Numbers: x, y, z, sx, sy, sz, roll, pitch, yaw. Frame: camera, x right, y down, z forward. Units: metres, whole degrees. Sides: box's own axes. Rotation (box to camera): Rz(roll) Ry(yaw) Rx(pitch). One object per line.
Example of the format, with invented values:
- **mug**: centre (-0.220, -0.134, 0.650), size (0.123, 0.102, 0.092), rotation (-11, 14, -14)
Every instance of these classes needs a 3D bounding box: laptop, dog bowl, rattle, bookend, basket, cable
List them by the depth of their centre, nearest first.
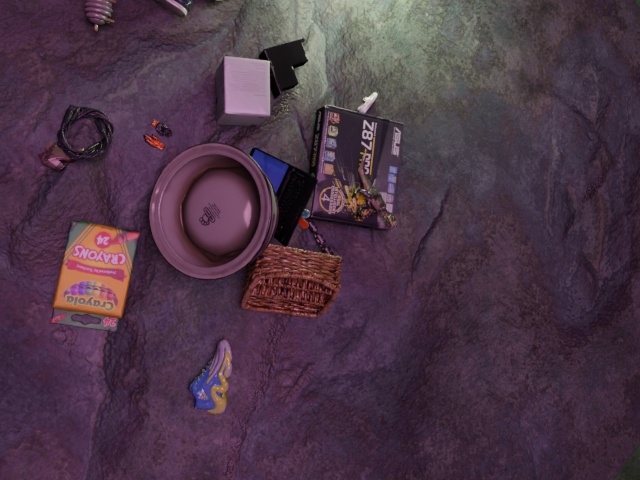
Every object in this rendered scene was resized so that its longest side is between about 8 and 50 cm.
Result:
- **cable**: centre (-0.715, -0.319, 1.775), size (0.150, 0.047, 0.185), rotation (21, 63, -30)
- **dog bowl**: centre (-0.309, -0.085, 1.783), size (0.407, 0.150, 0.409), rotation (-1, 88, 18)
- **laptop**: centre (-0.161, -0.144, 1.859), size (0.136, 0.264, 0.235), rotation (21, 99, -32)
- **basket**: centre (-0.089, 0.140, 1.911), size (0.298, 0.213, 0.223), rotation (11, 83, -19)
- **rattle**: centre (-0.121, -0.135, 1.938), size (0.142, 0.130, 0.200), rotation (8, 64, -32)
- **bookend**: centre (-0.108, -0.592, 2.008), size (0.157, 0.072, 0.156), rotation (-24, 97, -20)

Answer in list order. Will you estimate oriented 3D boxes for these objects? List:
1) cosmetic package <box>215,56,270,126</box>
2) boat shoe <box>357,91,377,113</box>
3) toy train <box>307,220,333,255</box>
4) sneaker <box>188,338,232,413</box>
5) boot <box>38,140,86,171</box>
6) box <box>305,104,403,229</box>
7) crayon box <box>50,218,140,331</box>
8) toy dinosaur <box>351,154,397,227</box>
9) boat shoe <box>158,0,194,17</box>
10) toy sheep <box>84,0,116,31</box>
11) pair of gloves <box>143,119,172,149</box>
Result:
- **cosmetic package**: centre (-0.255, -0.481, 1.907), size (0.151, 0.151, 0.184), rotation (0, 87, -20)
- **boat shoe**: centre (0.169, -0.507, 2.130), size (0.035, 0.035, 0.100), rotation (39, 82, -18)
- **toy train**: centre (0.000, 0.000, 2.045), size (0.027, 0.036, 0.158), rotation (-34, 98, -17)
- **sneaker**: centre (-0.354, 0.436, 1.867), size (0.126, 0.091, 0.240), rotation (5, 87, -20)
- **boot**: centre (-0.784, -0.266, 1.763), size (0.087, 0.042, 0.118), rotation (43, 63, -3)
- **box**: centre (0.119, -0.249, 2.067), size (0.318, 0.097, 0.396), rotation (9, 86, -23)
- **crayon box**: centre (-0.679, 0.111, 1.763), size (0.202, 0.081, 0.319), rotation (11, 84, -20)
- **toy dinosaur**: centre (0.165, -0.147, 2.005), size (0.118, 0.064, 0.268), rotation (-31, 99, -25)
- **boat shoe**: centre (-0.520, -0.818, 1.851), size (0.254, 0.095, 0.079), rotation (32, 79, -18)
- **toy sheep**: centre (-0.681, -0.709, 1.794), size (0.091, 0.091, 0.132), rotation (4, 92, -20)
- **pair of gloves**: centre (-0.523, -0.339, 1.876), size (0.074, 0.010, 0.083), rotation (32, 75, -15)
